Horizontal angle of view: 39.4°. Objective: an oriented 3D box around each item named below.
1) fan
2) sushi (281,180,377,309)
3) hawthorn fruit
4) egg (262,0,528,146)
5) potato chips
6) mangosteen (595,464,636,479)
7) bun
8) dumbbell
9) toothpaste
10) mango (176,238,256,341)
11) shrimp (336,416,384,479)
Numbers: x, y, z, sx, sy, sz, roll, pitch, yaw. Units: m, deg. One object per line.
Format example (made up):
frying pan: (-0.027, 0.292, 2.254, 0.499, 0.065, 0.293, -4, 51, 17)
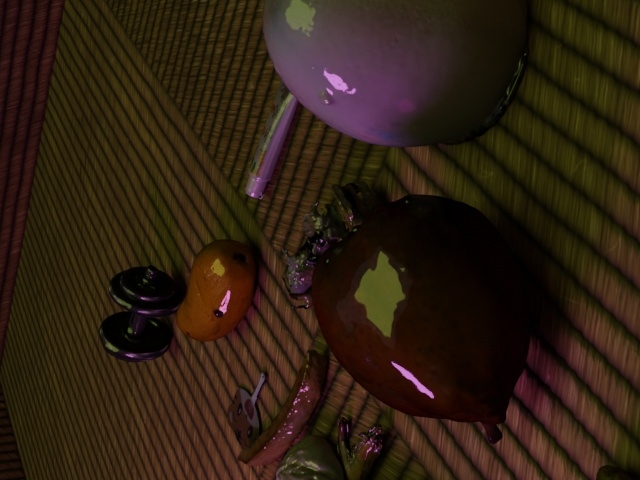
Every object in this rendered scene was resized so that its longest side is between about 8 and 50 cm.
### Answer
fan: (-0.156, 0.370, 1.980, 0.152, 0.008, 0.226, 58, 137, 42)
sushi: (0.006, 0.000, 1.614, 0.139, 0.131, 0.291, 68, 150, 29)
hawthorn fruit: (0.141, 0.098, 1.243, 0.308, 0.308, 0.324, -53, 36, 44)
egg: (0.071, -0.316, 1.311, 0.354, 0.340, 0.354, -3, 87, 57)
potato chips: (-0.076, 0.371, 1.807, 0.080, 0.057, 0.407, -101, 31, -41)
mangosteen: (0.335, 0.351, 1.065, 0.181, 0.146, 0.156, -48, 48, 47)
bun: (-0.029, 0.457, 1.683, 0.183, 0.102, 0.183, 3, 93, 63)
dumbbell: (-0.461, 0.190, 2.298, 0.192, 0.192, 0.290, 51, 131, 45)
toothpaste: (-0.092, -0.231, 1.842, 0.056, 0.058, 0.314, -55, -11, -64)
mango: (-0.229, 0.118, 1.999, 0.177, 0.120, 0.295, 58, 138, 29)
shrimp: (0.068, 0.355, 1.600, 0.124, 0.034, 0.178, -119, 33, -41)
